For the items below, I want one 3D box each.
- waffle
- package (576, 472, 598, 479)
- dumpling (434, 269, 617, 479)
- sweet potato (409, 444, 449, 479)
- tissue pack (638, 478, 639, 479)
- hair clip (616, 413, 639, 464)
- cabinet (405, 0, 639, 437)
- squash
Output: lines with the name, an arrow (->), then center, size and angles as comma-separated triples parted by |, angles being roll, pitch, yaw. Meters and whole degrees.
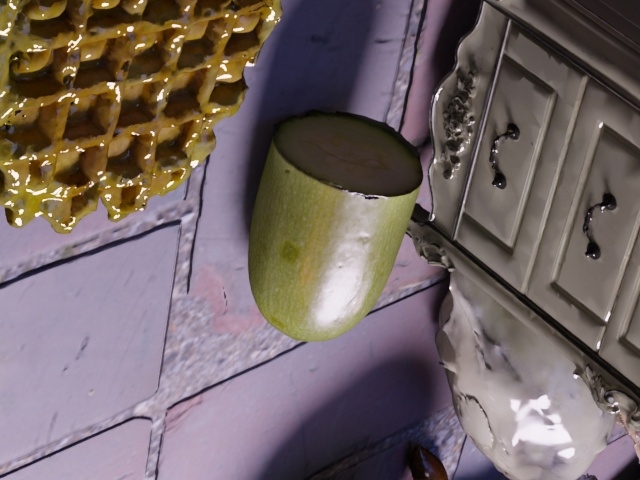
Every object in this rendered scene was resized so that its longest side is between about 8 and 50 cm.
waffle -> -0.117, -0.128, 1.208 | 0.280, 0.060, 0.262 | -44, 151, -5
package -> 0.201, 0.362, 2.093 | 0.194, 0.071, 0.269 | -4, 140, -45
dumpling -> 0.222, 0.094, 1.715 | 0.243, 0.187, 0.318 | -33, 141, -17
sweet potato -> 0.105, 0.226, 1.861 | 0.034, 0.034, 0.095 | -41, 136, -12
tissue pack -> 0.423, 0.385, 2.276 | 0.388, 0.162, 0.287 | -41, 152, -13
hair clip -> 0.345, 0.196, 2.094 | 0.056, 0.062, 0.214 | -23, 146, 17
cabinet -> 0.246, -0.065, 1.461 | 0.227, 0.318, 0.290 | -24, 140, -36
squash -> 0.000, 0.000, 1.431 | 0.123, 0.123, 0.186 | -18, 140, -39
